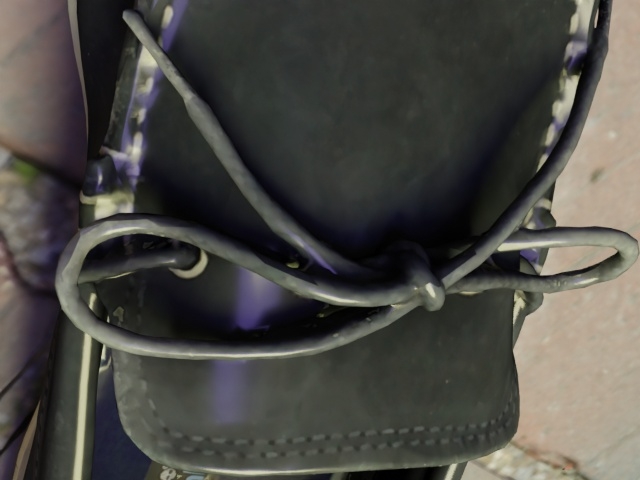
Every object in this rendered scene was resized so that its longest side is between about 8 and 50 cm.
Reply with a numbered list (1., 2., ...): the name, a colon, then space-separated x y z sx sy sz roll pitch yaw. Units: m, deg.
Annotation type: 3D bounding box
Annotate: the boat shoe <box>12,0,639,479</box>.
1. boat shoe: 0.000 0.000 0.398 0.187 0.156 0.500 5 120 -25
